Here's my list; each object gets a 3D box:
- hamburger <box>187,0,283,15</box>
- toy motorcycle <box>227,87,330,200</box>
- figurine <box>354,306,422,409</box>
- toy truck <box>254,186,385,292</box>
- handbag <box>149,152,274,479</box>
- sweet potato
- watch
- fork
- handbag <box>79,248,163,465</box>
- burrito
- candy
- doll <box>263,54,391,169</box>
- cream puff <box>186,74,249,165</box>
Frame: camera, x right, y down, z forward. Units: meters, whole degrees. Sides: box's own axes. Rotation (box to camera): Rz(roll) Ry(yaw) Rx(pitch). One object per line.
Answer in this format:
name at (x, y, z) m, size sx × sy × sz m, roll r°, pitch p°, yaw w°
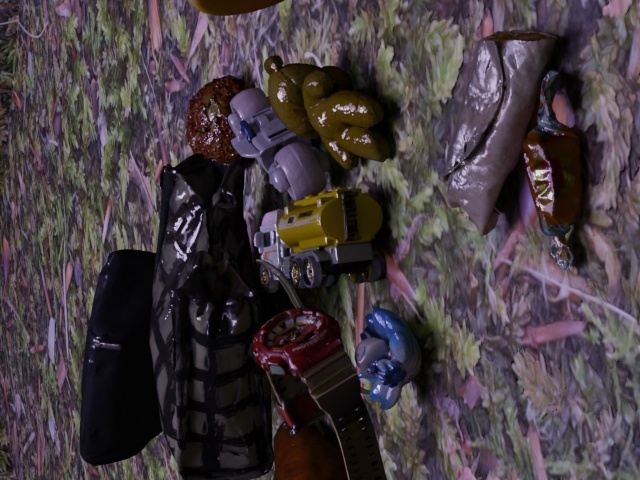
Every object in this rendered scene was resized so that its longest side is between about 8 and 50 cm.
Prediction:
hamburger at (-0.087, -0.392, 1.694) m, size 0.179 × 0.294 × 0.276 m, roll 58°, pitch 140°, yaw 20°
toy motorcycle at (-0.052, -0.117, 1.927) m, size 0.254 × 0.112 × 0.112 m, roll -127°, pitch 39°, yaw -54°
figurine at (0.069, 0.124, 1.671) m, size 0.114 × 0.079 × 0.114 m, roll 169°, pitch 90°, yaw -69°
toy truck at (0.000, 0.000, 1.799) m, size 0.227 × 0.098 × 0.114 m, roll 168°, pitch 96°, yaw -67°
handbag at (-0.148, 0.105, 2.022) m, size 0.325 × 0.162 × 0.327 m, roll -105°, pitch 16°, yaw -50°
sweet potato at (-0.006, 0.315, 1.857) m, size 0.359 × 0.112 × 0.112 m, roll -94°, pitch 11°, yaw -60°
watch at (0.003, 0.203, 1.736) m, size 0.165 × 0.102 × 0.268 m, roll 40°, pitch 152°, yaw 47°
fork at (-0.008, 0.107, 1.761) m, size 0.219 × 0.028 × 0.034 m, roll 52°, pitch 166°, yaw -15°
handbag at (-0.302, 0.203, 2.479) m, size 0.275 × 0.177 × 0.302 m, roll -101°, pitch 19°, yaw -58°
burrito at (0.164, -0.108, 1.418) m, size 0.087 × 0.060 × 0.226 m, roll 51°, pitch 139°, yaw 46°
candy at (0.208, -0.062, 1.339) m, size 0.053 × 0.046 × 0.182 m, roll -174°, pitch 79°, yaw -69°
doll at (0.020, -0.158, 1.762) m, size 0.209 × 0.097 × 0.137 m, roll 29°, pitch 154°, yaw 46°
cream puff at (-0.146, -0.168, 2.144) m, size 0.149 × 0.084 × 0.149 m, roll 174°, pitch 90°, yaw -66°
